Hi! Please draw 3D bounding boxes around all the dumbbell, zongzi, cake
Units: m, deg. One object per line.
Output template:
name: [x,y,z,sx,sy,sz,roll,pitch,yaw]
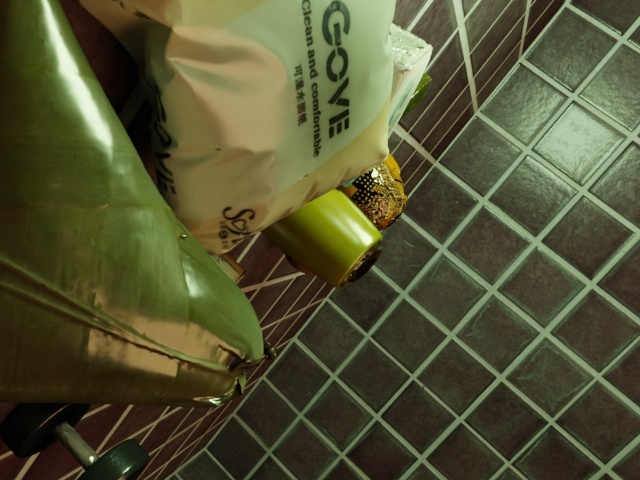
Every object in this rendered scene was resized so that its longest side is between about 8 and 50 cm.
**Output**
dumbbell: [-0.432,0.370,0.911,0.152,0.218,0.152,-46,168,-13]
zongzi: [-0.144,-0.001,0.498,0.446,0.181,0.418,17,104,-37]
cake: [-0.239,0.081,1.127,0.109,0.090,0.225,-48,-174,-14]

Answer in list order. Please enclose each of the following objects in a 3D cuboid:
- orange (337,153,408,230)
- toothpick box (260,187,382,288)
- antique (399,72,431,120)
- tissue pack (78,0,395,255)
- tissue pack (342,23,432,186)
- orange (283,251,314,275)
orange: [0.106,-0.133,1.249,0.182,0.235,0.234,-16,-178,26]
toothpick box: [-0.009,-0.032,1.031,0.175,0.271,0.175,-46,167,-14]
antique: [0.154,-0.313,1.189,0.221,0.081,0.080,-45,166,-19]
tissue pack: [-0.055,-0.197,0.595,0.390,0.195,0.376,-37,146,-30]
tissue pack: [0.092,-0.261,0.992,0.271,0.124,0.201,-61,176,39]
orange: [0.000,0.000,1.348,0.206,0.206,0.206,-46,167,-14]
